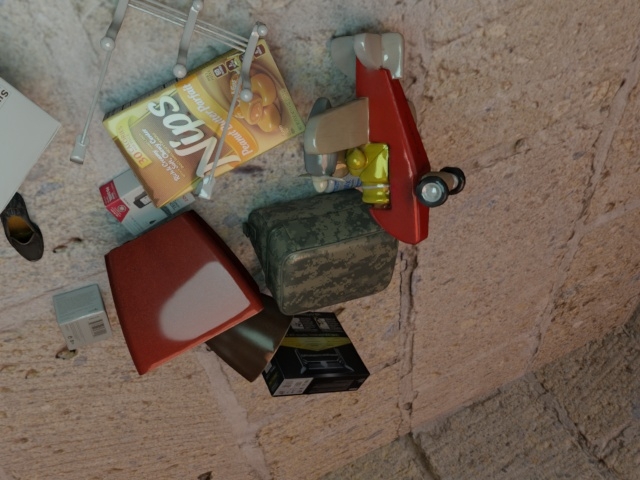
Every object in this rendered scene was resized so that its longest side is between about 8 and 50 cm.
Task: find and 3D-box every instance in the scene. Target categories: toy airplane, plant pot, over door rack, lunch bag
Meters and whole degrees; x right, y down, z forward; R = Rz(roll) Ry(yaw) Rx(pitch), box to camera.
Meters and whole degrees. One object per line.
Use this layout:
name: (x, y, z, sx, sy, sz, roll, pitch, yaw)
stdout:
toy airplane: (0.091, -0.216, 1.197, 0.272, 0.384, 0.386, -19, 141, 32)
plant pot: (-0.214, 0.197, 1.485, 0.230, 0.215, 0.215, 31, 117, -6)
over door rack: (-0.243, -0.235, 0.979, 0.240, 0.108, 0.324, 17, 103, -20)
plant pot: (-0.296, 0.081, 1.254, 0.267, 0.267, 0.235, -29, 98, -5)
lunch bag: (0.000, 0.000, 1.393, 0.305, 0.256, 0.212, -14, 134, -20)

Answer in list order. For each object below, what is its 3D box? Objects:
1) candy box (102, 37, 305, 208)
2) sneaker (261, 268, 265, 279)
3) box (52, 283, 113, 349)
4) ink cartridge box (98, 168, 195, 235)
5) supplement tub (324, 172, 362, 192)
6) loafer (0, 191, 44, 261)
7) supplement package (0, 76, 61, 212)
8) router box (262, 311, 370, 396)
candy box: (-0.207, -0.215, 1.104, 0.316, 0.087, 0.183, -29, 115, -5)
sneaker: (-0.059, 0.107, 1.602, 0.114, 0.152, 0.305, -60, 161, -4)
box: (-0.531, 0.171, 1.354, 0.102, 0.087, 0.101, -16, 139, -18)
ink cartridge box: (-0.344, -0.094, 1.213, 0.150, 0.063, 0.109, -31, 142, -1)
supplement tub: (0.054, -0.153, 1.411, 0.107, 0.071, 0.071, -13, 138, -22)
loafer: (-0.570, -0.012, 1.150, 0.062, 0.061, 0.170, -21, 141, -15)
supplement package: (-0.556, -0.191, 0.832, 0.175, 0.177, 0.293, -61, 143, -13)
router box: (-0.041, 0.314, 1.714, 0.309, 0.243, 0.081, 8, 127, -38)
